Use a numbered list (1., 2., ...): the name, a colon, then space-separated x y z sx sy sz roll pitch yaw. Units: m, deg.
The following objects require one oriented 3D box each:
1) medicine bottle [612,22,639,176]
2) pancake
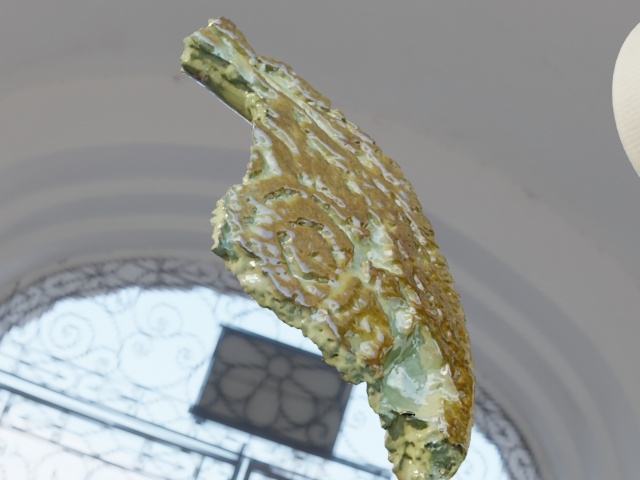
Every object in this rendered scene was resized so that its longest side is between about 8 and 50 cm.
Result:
1. medicine bottle: 0.352 -0.127 0.795 0.190 0.189 0.332 25 -20 -14
2. pancake: -0.002 0.003 0.836 0.197 0.376 0.054 2 -37 -44
